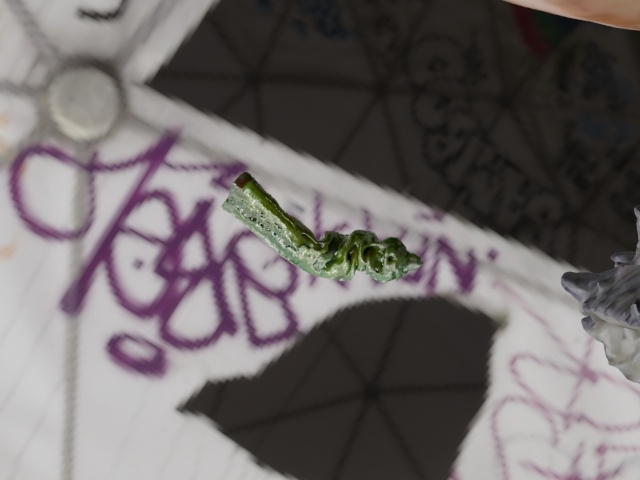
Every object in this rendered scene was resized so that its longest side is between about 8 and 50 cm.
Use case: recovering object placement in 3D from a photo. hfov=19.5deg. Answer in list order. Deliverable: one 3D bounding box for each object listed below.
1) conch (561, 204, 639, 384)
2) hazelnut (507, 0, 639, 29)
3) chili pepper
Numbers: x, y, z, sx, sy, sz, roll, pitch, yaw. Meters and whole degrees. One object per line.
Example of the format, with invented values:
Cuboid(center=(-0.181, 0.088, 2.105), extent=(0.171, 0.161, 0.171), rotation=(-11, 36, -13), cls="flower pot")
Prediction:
Cuboid(center=(0.313, 0.084, 1.259), extent=(0.313, 0.241, 0.186), rotation=(25, -141, 23), cls="conch")
Cuboid(center=(0.103, -0.251, 0.718), extent=(0.372, 0.315, 0.372), rotation=(10, -160, -4), cls="hazelnut")
Cuboid(center=(0.000, 0.000, 0.738), extent=(0.083, 0.027, 0.022), rotation=(22, 168, 3), cls="chili pepper")
